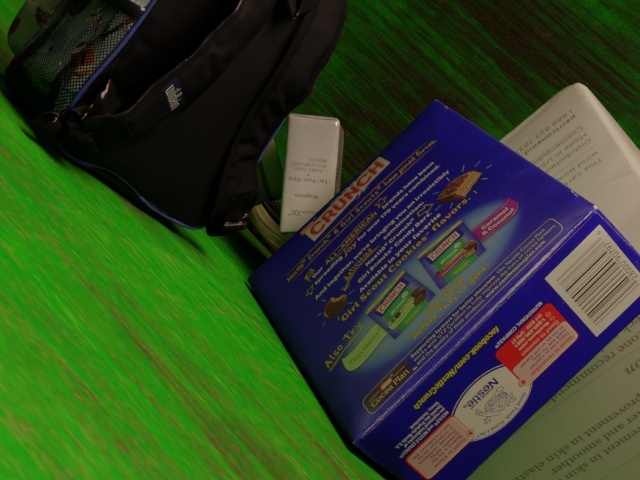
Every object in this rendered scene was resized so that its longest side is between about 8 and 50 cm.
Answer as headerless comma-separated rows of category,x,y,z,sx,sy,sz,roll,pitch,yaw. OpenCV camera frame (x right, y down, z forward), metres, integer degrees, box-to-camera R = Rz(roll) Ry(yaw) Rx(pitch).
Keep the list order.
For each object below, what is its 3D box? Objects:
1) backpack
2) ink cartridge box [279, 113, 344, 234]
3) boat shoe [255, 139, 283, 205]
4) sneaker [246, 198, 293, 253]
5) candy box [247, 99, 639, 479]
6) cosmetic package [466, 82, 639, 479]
backpack,-0.118,-0.172,1.038,0.213,0.263,0.276,46,5,29
ink cartridge box,-0.011,-0.018,1.354,0.060,0.239,0.275,5,3,2
boat shoe,-0.110,-0.107,1.500,0.302,0.103,0.113,-119,-168,-78
sneaker,0.000,0.000,1.593,0.299,0.112,0.121,46,4,28
candy box,0.103,0.038,1.058,0.122,0.268,0.317,44,3,-30
cosmetic package,0.291,0.125,1.237,0.393,0.329,0.327,43,18,-28
